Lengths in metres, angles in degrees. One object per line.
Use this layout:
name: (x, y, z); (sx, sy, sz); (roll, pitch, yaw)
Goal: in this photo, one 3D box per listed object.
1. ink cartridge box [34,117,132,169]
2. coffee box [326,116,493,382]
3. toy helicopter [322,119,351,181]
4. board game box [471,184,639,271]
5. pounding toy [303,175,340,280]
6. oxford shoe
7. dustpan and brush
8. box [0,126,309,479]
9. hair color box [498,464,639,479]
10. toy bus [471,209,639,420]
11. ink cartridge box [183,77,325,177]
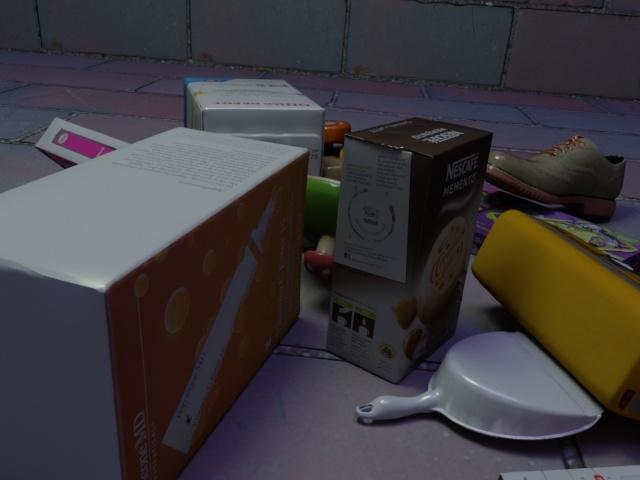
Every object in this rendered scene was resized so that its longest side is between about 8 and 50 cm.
ink cartridge box: (-0.242, -0.073, 0.844); (0.371, 0.176, 0.069); (19, 72, 33)
coffee box: (0.092, 0.005, 0.623); (0.098, 0.247, 0.141); (20, 29, 33)
toy helicopter: (0.116, -0.112, 0.982); (0.235, 0.140, 0.355); (-4, 21, -14)
board game box: (0.324, -0.015, 0.952); (0.208, 0.056, 0.347); (-20, 33, -34)
pounding toy: (0.000, 0.000, 0.775); (0.237, 0.110, 0.183); (8, -17, 43)
oxford shoe: (0.412, -0.132, 1.031); (0.348, 0.130, 0.123); (6, 18, -34)
dustpan and brush: (0.138, 0.147, 0.565); (0.211, 0.060, 0.147); (4, 22, -16)
box: (-0.150, 0.042, 0.539); (0.168, 0.215, 0.345); (12, 26, 16)
hair color box: (0.219, 0.215, 0.415); (0.167, 0.053, 0.093); (2, 26, -9)
toy bus: (0.300, 0.085, 0.602); (0.130, 0.108, 0.333); (19, 18, -22)
ink cartridge box: (-0.129, -0.167, 1.028); (0.198, 0.197, 0.270); (-3, 25, -18)
